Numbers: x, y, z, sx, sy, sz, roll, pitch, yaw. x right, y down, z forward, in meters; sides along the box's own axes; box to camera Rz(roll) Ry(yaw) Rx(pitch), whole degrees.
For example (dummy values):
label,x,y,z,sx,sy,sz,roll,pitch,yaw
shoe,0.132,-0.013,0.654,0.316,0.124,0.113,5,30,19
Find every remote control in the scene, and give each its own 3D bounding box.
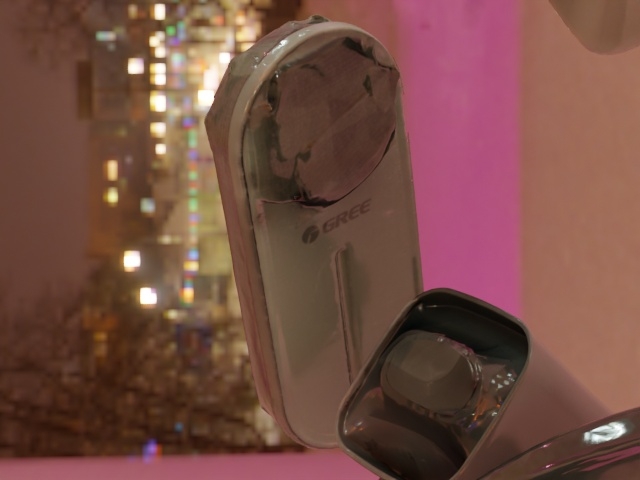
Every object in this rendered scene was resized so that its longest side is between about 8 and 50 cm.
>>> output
label,x,y,z,sx,sy,sz,roll,pitch,yaw
remote control,0.000,0.000,0.884,0.052,0.104,0.247,32,139,43

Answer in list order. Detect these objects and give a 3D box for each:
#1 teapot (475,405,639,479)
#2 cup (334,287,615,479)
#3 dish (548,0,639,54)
label,x,y,z,sx,sy,sz,roll,pitch,yaw
teapot,0.175,0.286,0.633,0.376,0.305,0.362,76,-176,-51
cup,0.076,0.109,0.834,0.095,0.129,0.128,22,77,52
dish,0.205,-0.206,0.866,0.064,0.234,0.154,71,174,-62
